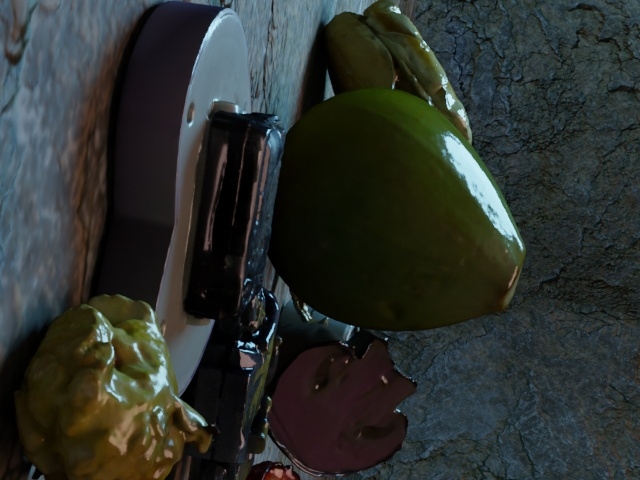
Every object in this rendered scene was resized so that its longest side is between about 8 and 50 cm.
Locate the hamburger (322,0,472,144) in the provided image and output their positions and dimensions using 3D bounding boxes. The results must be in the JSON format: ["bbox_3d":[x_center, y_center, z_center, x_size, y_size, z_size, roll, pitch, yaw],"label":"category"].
[{"bbox_3d":[0.079,-0.146,1.025,0.214,0.108,0.214,159,-90,-88],"label":"hamburger"}]

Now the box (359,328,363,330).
[{"bbox_3d":[0.051,-0.006,1.421,0.310,0.084,0.198,93,10,-52],"label":"box"}]

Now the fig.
[{"bbox_3d":[0.056,-0.012,0.827,0.207,0.230,0.207,-37,175,-4],"label":"fig"}]

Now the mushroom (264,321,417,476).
[{"bbox_3d":[0.000,0.144,0.937,0.141,0.117,0.188,-46,133,-12],"label":"mushroom"}]

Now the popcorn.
[{"bbox_3d":[-0.092,0.071,0.385,0.084,0.084,0.084,10,90,-84],"label":"popcorn"}]

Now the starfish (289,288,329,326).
[{"bbox_3d":[0.001,0.001,1.007,0.146,0.074,0.190,80,22,-76],"label":"starfish"}]

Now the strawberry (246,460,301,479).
[{"bbox_3d":[-0.059,0.320,0.922,0.190,0.111,0.237,-49,127,-58],"label":"strawberry"}]

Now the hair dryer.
[{"bbox_3d":[-0.020,0.111,1.031,0.137,0.082,0.047,-36,138,-59],"label":"hair dryer"}]

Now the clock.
[{"bbox_3d":[-0.056,-0.018,0.500,0.172,0.064,0.198,-43,143,-78],"label":"clock"}]

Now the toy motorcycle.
[{"bbox_3d":[-0.061,0.101,0.671,0.124,0.061,0.194,-57,154,-81],"label":"toy motorcycle"}]
